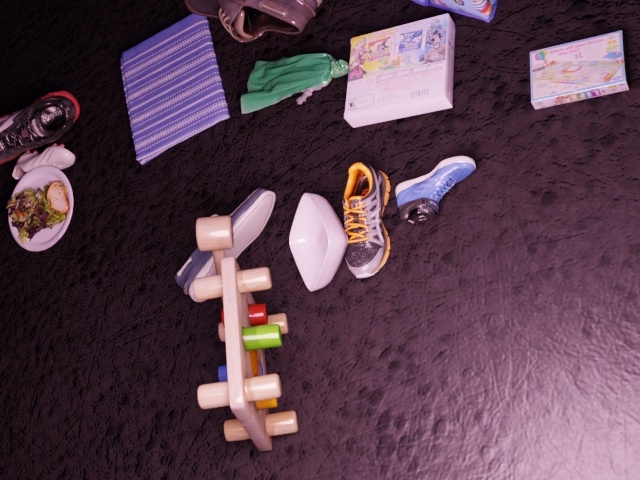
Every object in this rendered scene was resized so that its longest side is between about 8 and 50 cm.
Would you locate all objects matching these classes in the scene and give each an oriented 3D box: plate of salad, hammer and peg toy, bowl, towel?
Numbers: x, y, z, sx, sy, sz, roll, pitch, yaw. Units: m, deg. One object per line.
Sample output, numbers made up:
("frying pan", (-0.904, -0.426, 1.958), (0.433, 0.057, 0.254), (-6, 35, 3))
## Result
("plate of salad", (-0.645, -0.075, 1.947), (0.200, 0.048, 0.199), (-4, 81, 27))
("hammer and peg toy", (-0.122, 0.146, 1.425), (0.128, 0.266, 0.361), (-9, 60, 3))
("bowl", (0.000, 0.000, 1.502), (0.142, 0.053, 0.142), (108, 147, -42))
("towel", (-0.332, -0.350, 1.927), (0.243, 0.040, 0.335), (-25, 58, 16))

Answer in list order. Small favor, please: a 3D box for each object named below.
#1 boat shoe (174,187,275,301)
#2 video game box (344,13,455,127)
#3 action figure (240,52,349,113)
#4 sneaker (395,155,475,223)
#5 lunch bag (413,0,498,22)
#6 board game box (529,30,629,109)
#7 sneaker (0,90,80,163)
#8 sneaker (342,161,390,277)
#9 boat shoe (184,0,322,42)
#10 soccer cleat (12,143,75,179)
("boat shoe", (-0.182, -0.003, 1.625), (0.079, 0.095, 0.254), (39, 99, 27))
("video game box", (0.148, -0.317, 1.604), (0.205, 0.048, 0.187), (-7, 65, 28))
("action figure", (-0.044, -0.324, 1.714), (0.232, 0.063, 0.137), (-7, 62, 33))
("sneaker", (0.198, -0.079, 1.446), (0.152, 0.058, 0.084), (-23, 51, 25))
("lunch bag", (0.182, -0.540, 1.582), (0.293, 0.221, 0.138), (20, 79, 37))
("board game box", (0.430, -0.284, 1.428), (0.154, 0.026, 0.103), (-8, 63, 28))
("sneaker", (-0.690, -0.257, 1.997), (0.276, 0.097, 0.135), (-31, 22, -8))
("sneaker", (0.070, -0.038, 1.492), (0.084, 0.083, 0.214), (-10, 64, 25))
("boat shoe", (-0.165, -0.505, 1.835), (0.356, 0.132, 0.130), (9, 72, 35))
("soccer cleat", (-0.648, -0.177, 2.007), (0.196, 0.068, 0.076), (-3, 52, 38))
